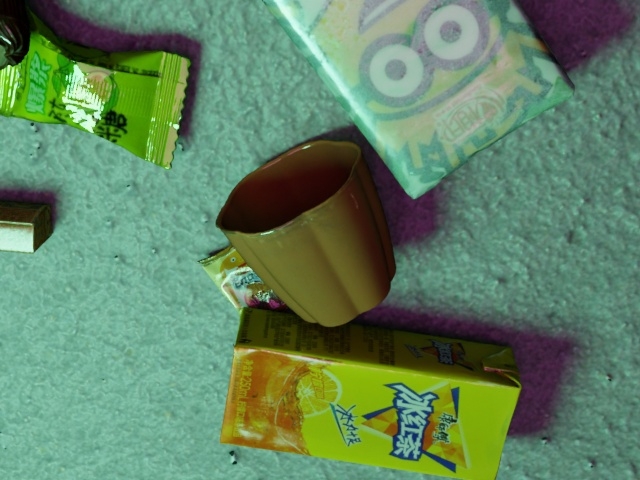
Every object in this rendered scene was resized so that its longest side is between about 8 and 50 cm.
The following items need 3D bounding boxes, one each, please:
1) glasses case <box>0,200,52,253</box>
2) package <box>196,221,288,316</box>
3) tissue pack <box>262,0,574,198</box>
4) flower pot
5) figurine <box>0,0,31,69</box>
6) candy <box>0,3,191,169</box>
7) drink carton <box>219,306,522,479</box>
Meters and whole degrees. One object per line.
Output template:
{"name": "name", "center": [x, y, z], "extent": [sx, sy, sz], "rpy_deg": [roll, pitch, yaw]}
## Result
{"name": "glasses case", "center": [-0.454, -0.025, 1.483], "extent": [0.218, 0.075, 0.049], "rpy_deg": [5, 107, 4]}
{"name": "package", "center": [-0.081, 0.048, 1.499], "extent": [0.108, 0.031, 0.120], "rpy_deg": [-31, 104, 15]}
{"name": "tissue pack", "center": [0.107, -0.235, 1.330], "extent": [0.228, 0.128, 0.311], "rpy_deg": [-33, 105, 15]}
{"name": "flower pot", "center": [0.000, 0.000, 1.400], "extent": [0.191, 0.190, 0.173], "rpy_deg": [-24, 116, 13]}
{"name": "figurine", "center": [-0.484, -0.223, 1.319], "extent": [0.315, 0.168, 0.187], "rpy_deg": [-5, 137, -8]}
{"name": "candy", "center": [-0.279, -0.186, 1.413], "extent": [0.246, 0.069, 0.149], "rpy_deg": [16, 113, 0]}
{"name": "drink carton", "center": [0.060, 0.192, 1.479], "extent": [0.351, 0.111, 0.154], "rpy_deg": [9, 116, -2]}
